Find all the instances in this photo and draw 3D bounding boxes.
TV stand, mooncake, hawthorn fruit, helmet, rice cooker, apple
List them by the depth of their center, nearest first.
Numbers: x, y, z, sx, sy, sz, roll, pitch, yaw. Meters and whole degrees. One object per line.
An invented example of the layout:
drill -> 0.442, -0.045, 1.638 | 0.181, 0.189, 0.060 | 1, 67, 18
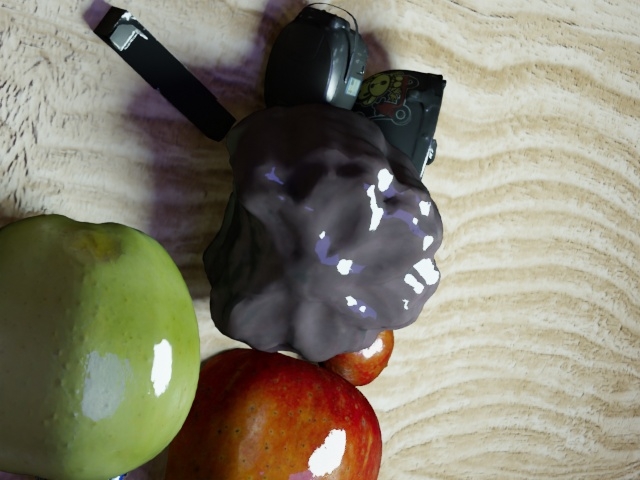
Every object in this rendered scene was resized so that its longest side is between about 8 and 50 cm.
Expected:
apple -> -0.319, 0.137, 1.417 | 0.357, 0.357, 0.357 | -17, 118, -36
TV stand -> -0.217, -0.234, 1.553 | 0.049, 0.040, 0.256 | -55, 133, -9
mooncake -> 0.000, 0.000, 1.606 | 0.351, 0.212, 0.381 | -1, 121, -6
rice cooker -> -0.006, -0.260, 1.661 | 0.118, 0.142, 0.203 | 6, 108, -54
helmet -> 0.098, -0.164, 1.761 | 0.160, 0.279, 0.230 | 17, 58, -7
apple -> -0.078, 0.368, 1.782 | 0.365, 0.329, 0.295 | -61, 167, -19
hawthorn fruit -> 0.055, 0.191, 1.900 | 0.148, 0.148, 0.172 | -23, 132, -33

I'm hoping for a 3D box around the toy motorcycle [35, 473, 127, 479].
toy motorcycle -> -0.334, 0.375, 1.605 | 0.169, 0.113, 0.315 | 24, 66, -20
